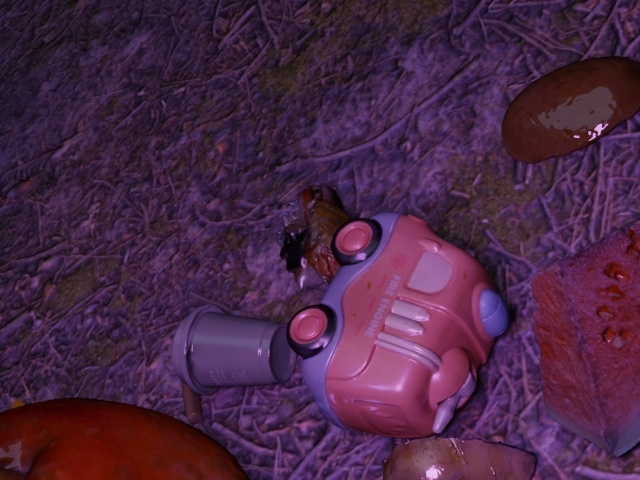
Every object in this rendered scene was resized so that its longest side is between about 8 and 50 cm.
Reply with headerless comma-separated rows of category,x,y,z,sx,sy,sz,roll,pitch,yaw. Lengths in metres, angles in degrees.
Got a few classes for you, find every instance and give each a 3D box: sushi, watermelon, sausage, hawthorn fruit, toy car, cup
sushi,-0.004,0.002,2.050,0.103,0.097,0.226,-36,38,12
watermelon,0.304,0.075,1.610,0.193,0.256,0.140,-44,39,-14
sausage,-0.177,0.192,2.077,0.024,0.024,0.132,-29,42,16
hawthorn fruit,-0.266,0.348,1.730,0.403,0.403,0.403,-22,43,23
toy car,0.108,0.107,1.814,0.212,0.180,0.270,12,63,33
cup,-0.110,0.145,2.000,0.141,0.120,0.120,2,56,30

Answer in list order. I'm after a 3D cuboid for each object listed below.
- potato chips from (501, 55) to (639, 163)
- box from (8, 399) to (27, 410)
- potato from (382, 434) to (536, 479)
potato chips,0.326,-0.181,1.988,0.202,0.049,0.150,-16,51,20
box,-0.453,0.358,2.136,0.152,0.043,0.269,16,65,47
potato,0.143,0.273,1.689,0.172,0.100,0.089,-12,53,28
